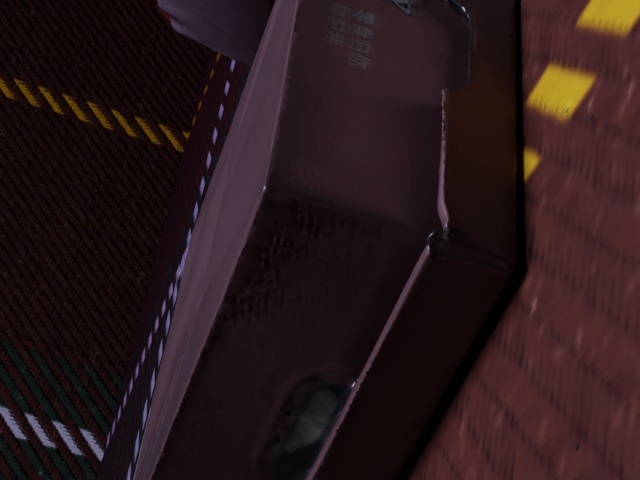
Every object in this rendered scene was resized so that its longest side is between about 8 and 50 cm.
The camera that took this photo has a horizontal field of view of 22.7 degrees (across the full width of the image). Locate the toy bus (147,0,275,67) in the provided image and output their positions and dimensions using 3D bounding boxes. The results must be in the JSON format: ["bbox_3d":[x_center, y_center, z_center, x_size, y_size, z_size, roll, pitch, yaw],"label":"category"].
[{"bbox_3d":[-0.021,-0.187,0.725,0.147,0.127,0.302,-59,-12,-11],"label":"toy bus"}]

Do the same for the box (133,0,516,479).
[{"bbox_3d":[0.000,0.000,0.626,0.215,0.086,0.215,-83,13,-49],"label":"box"}]
